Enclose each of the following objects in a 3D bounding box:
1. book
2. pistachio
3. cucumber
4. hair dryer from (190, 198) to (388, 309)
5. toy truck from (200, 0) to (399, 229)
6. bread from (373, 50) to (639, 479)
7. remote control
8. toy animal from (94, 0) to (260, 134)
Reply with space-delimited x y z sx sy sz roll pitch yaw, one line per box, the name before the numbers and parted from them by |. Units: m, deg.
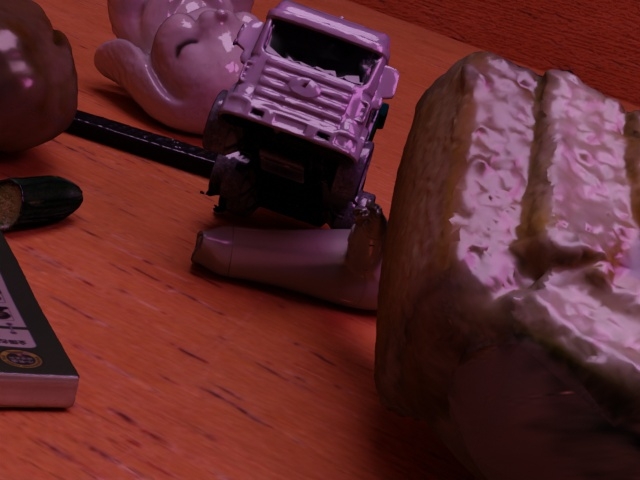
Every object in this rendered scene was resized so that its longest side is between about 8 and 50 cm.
book | -0.305 0.043 0.846 0.202 0.027 0.264 7 20 -30
pistachio | -0.369 -0.175 1.249 0.288 0.197 0.166 20 -28 47
cucumber | -0.262 -0.037 1.089 0.048 0.048 0.105 25 17 23
hair dryer | 0.000 0.000 1.026 0.207 0.075 0.237 8 -16 -11
toy truck | -0.014 -0.106 1.178 0.177 0.177 0.363 19 -9 4
bread | 0.181 0.060 0.810 0.395 0.239 0.264 24 50 19
remote control | -0.203 -0.116 1.405 0.245 0.025 0.063 18 17 5
toy animal | -0.153 -0.242 1.581 0.272 0.205 0.265 -9 36 -23
